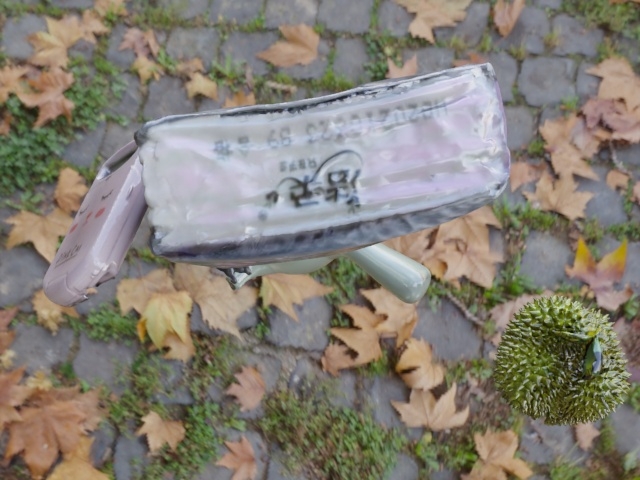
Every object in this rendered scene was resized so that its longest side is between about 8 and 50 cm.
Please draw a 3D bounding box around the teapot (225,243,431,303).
[{"bbox_3d":[0.007,-0.036,1.257,0.318,0.149,0.220,3,106,15],"label":"teapot"}]

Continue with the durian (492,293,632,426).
[{"bbox_3d":[0.290,0.143,1.066,0.159,0.198,0.146,-9,46,29],"label":"durian"}]

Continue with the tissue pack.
[{"bbox_3d":[0.002,-0.044,0.744,0.259,0.361,0.122,-12,87,0],"label":"tissue pack"}]

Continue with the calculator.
[{"bbox_3d":[-0.180,-0.021,0.738,0.100,0.032,0.175,-21,42,46],"label":"calculator"}]
